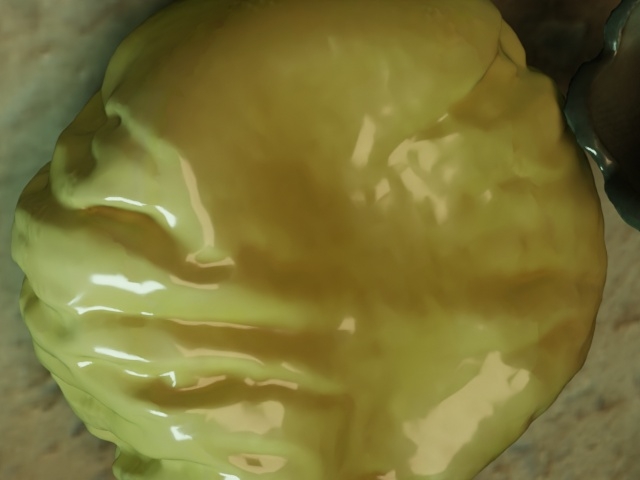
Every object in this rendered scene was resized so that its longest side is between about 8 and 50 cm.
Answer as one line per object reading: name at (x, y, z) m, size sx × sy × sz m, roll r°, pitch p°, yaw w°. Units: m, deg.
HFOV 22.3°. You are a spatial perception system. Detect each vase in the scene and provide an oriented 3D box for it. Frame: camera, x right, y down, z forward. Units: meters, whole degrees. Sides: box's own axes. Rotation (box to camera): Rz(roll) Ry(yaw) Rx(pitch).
vase at (0.197, -0.028, 0.678) m, size 0.115 × 0.115 × 0.237 m, roll -60°, pitch 148°, yaw 4°

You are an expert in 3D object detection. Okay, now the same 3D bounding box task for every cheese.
cheese at (0.000, 0.000, 0.620) m, size 0.226 × 0.117 × 0.214 m, roll -35°, pitch 119°, yaw -19°
